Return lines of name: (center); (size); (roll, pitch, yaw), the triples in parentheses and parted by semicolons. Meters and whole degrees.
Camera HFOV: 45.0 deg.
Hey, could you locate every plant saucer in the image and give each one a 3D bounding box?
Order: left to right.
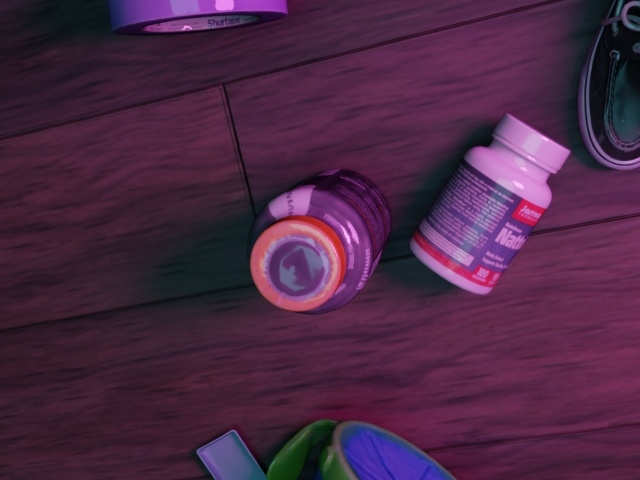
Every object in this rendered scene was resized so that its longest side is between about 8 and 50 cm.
plant saucer: (-0.086, 0.340, 1.027); (0.067, 0.018, 0.192); (-32, 94, 16)

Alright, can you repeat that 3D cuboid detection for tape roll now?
tape roll: (-0.132, -0.269, 0.819); (0.189, 0.189, 0.080); (-3, 100, 12)

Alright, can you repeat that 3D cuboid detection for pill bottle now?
pill bottle: (0.000, 0.000, 0.818); (0.130, 0.246, 0.130); (2, 102, 11)
pill bottle: (0.187, -0.041, 0.843); (0.108, 0.108, 0.180); (32, 106, 4)

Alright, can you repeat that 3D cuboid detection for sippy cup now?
sippy cup: (0.050, 0.366, 0.878); (0.240, 0.305, 0.224); (31, 100, -11)

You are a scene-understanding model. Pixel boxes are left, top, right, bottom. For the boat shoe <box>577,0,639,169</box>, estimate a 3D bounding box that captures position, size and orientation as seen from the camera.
boat shoe: (0.345, -0.217, 0.775); (0.113, 0.105, 0.306); (20, 105, 7)
